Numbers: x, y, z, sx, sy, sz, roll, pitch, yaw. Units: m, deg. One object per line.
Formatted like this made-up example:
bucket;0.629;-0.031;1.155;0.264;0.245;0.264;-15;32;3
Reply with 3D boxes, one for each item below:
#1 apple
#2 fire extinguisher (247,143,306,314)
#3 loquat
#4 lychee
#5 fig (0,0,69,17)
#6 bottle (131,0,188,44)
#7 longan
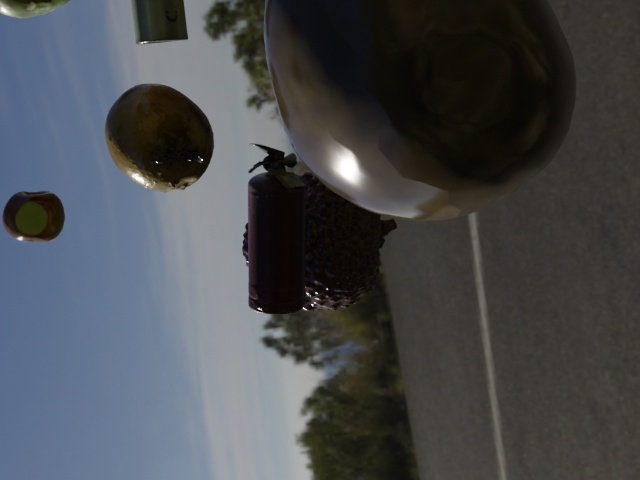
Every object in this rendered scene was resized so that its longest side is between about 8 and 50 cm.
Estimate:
apple;-0.547;-0.047;1.863;0.099;0.114;0.101;-160;79;-83
fire extinguisher;-0.072;-0.023;1.535;0.105;0.105;0.268;-103;14;-75
loquat;-0.248;-0.163;1.495;0.172;0.149;0.204;31;-161;-40
lychee;0.000;0.000;1.881;0.276;0.305;0.275;170;90;-86
fig;-0.546;-0.568;1.767;0.233;0.233;0.314;86;160;-75
bottle;-0.224;-0.367;1.306;0.072;0.072;0.201;-105;10;-78
longan;0.110;-0.195;1.145;0.336;0.405;0.404;-55;7;5
